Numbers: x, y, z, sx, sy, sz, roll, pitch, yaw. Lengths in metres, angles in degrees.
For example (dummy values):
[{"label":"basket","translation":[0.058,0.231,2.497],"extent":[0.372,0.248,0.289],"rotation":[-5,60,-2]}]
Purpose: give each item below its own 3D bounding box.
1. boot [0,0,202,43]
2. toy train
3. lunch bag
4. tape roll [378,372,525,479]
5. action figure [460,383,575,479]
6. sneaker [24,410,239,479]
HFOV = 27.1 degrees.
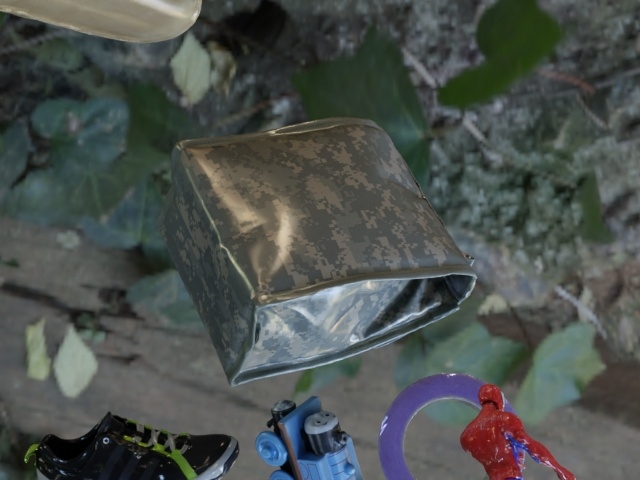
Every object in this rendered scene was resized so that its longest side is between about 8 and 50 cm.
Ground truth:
[{"label":"boot","translation":[-0.282,-0.225,1.196],"extent":[0.236,0.089,0.269],"rotation":[6,-179,39]},{"label":"toy train","translation":[0.000,0.258,1.446],"extent":[0.105,0.080,0.184],"rotation":[-3,110,39]},{"label":"lunch bag","translation":[0.000,0.000,1.427],"extent":[0.287,0.235,0.169],"rotation":[-12,144,-26]},{"label":"tape roll","translation":[0.169,0.269,1.736],"extent":[0.189,0.189,0.080],"rotation":[-2,171,2]},{"label":"action figure","translation":[0.227,0.293,1.451],"extent":[0.139,0.280,0.091],"rotation":[18,143,-40]},{"label":"sneaker","translation":[-0.208,0.233,1.451],"extent":[0.234,0.084,0.097],"rotation":[-12,108,4]}]
